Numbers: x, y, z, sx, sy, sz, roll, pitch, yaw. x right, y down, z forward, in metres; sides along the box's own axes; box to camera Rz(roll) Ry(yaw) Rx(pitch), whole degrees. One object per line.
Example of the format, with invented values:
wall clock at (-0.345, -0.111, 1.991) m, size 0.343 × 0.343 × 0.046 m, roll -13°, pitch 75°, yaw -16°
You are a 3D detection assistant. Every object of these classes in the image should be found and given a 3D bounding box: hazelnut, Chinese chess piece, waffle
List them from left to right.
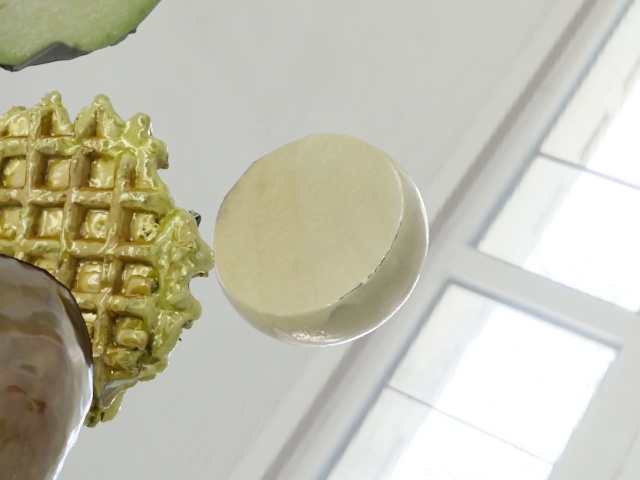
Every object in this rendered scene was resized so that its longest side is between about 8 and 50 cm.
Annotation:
hazelnut at (-0.244, 0.106, 0.685) m, size 0.210 × 0.186 × 0.210 m, roll -53°, pitch -13°, yaw -18°
waffle at (-0.215, 0.023, 0.883) m, size 0.280 × 0.262 × 0.060 m, roll -40°, pitch -21°, yaw 9°
Chinese chess piece at (0.000, 0.000, 1.255) m, size 0.250 × 0.251 × 0.097 m, roll -58°, pitch -35°, yaw -16°

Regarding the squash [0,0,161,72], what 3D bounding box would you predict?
squash at (-0.169, -0.217, 0.619) m, size 0.220 × 0.133 × 0.220 m, roll -35°, pitch -30°, yaw -24°
